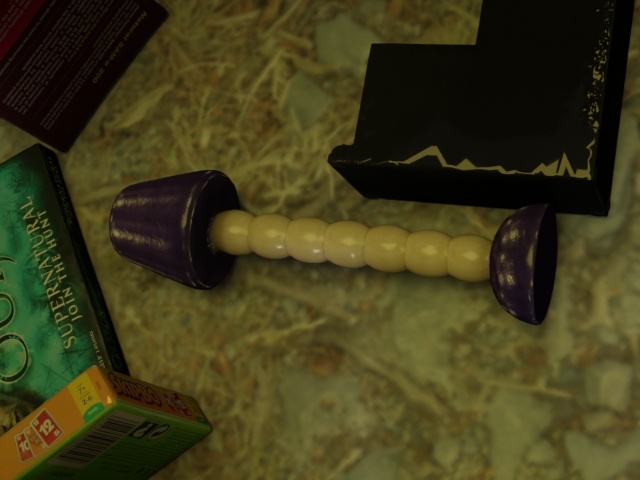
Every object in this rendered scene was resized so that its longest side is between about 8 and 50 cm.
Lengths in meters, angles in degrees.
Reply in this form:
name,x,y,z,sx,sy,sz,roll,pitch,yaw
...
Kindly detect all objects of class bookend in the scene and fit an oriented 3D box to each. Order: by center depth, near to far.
name,x,y,z,sx,sy,sz,roll,pitch,yaw
bookend,0.100,-0.103,0.679,0.157,0.072,0.156,4,76,22

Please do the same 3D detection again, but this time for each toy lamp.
name,x,y,z,sx,sy,sz,roll,pitch,yaw
toy lamp,0.000,0.000,0.685,0.274,0.080,0.080,4,77,22

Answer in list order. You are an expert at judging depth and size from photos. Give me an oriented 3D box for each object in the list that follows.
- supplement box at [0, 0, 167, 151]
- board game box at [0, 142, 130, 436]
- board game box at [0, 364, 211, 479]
name,x,y,z,sx,sy,sz,roll,pitch,yaw
supplement box,-0.211,-0.160,0.716,0.073,0.239,0.130,37,90,26
board game box,-0.216,0.041,0.781,0.126,0.026,0.186,-28,68,11
board game box,-0.198,0.172,0.685,0.259,0.124,0.039,-40,65,6
